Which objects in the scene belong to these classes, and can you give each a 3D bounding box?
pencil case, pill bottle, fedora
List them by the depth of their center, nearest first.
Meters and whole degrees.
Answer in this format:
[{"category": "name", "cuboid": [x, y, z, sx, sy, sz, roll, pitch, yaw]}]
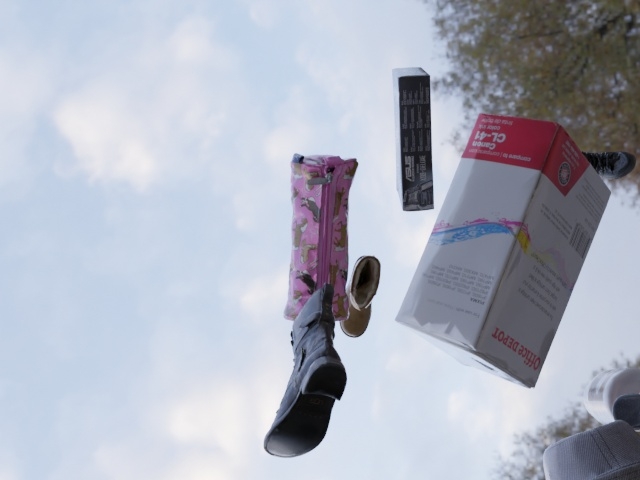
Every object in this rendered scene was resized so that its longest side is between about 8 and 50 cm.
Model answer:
[{"category": "fedora", "cuboid": [0.424, 0.361, 1.271, 0.275, 0.244, 0.124, 61, -173, -54]}, {"category": "pill bottle", "cuboid": [0.656, 0.346, 1.827, 0.229, 0.131, 0.131, 78, -165, -79]}, {"category": "pencil case", "cuboid": [0.000, 0.000, 1.876, 0.167, 0.160, 0.386, -4, -82, -55]}]

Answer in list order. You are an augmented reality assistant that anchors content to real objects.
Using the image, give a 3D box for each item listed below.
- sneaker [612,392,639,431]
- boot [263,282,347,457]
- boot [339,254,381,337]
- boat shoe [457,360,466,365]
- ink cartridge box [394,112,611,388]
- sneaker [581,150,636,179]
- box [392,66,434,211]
[{"category": "sneaker", "cuboid": [0.703, 0.322, 1.565, 0.145, 0.270, 0.090, 12, -106, -42]}, {"category": "boot", "cuboid": [-0.026, 0.233, 1.496, 0.091, 0.263, 0.229, 22, -154, -19]}, {"category": "boot", "cuboid": [0.096, 0.145, 2.103, 0.269, 0.089, 0.236, -51, -31, -88]}, {"category": "boat shoe", "cuboid": [0.420, 0.276, 2.410, 0.096, 0.088, 0.267, -53, -55, -29]}, {"category": "ink cartridge box", "cuboid": [0.251, 0.017, 1.119, 0.226, 0.131, 0.306, 34, -102, -50]}, {"category": "sneaker", "cuboid": [0.500, -0.145, 1.585, 0.089, 0.170, 0.051, 10, -98, -35]}, {"category": "box", "cuboid": [0.216, -0.243, 1.962, 0.242, 0.077, 0.307, -83, -10, -73]}]
